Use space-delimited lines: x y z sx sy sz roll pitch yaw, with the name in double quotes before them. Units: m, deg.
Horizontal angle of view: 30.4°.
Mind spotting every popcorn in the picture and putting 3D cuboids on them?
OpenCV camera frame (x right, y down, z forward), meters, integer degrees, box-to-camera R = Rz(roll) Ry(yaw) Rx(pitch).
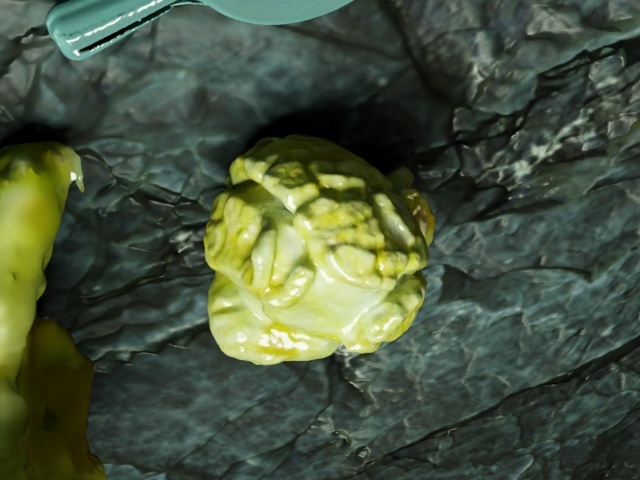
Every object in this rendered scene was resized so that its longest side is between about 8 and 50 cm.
"popcorn" 0.000 0.000 0.698 0.162 0.141 0.135 -31 105 -15
"popcorn" -0.231 0.133 0.636 0.290 0.326 0.321 -30 135 -45

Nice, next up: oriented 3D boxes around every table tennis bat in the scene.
"table tennis bat" -0.045 -0.144 0.587 0.201 0.033 0.124 -26 139 7
